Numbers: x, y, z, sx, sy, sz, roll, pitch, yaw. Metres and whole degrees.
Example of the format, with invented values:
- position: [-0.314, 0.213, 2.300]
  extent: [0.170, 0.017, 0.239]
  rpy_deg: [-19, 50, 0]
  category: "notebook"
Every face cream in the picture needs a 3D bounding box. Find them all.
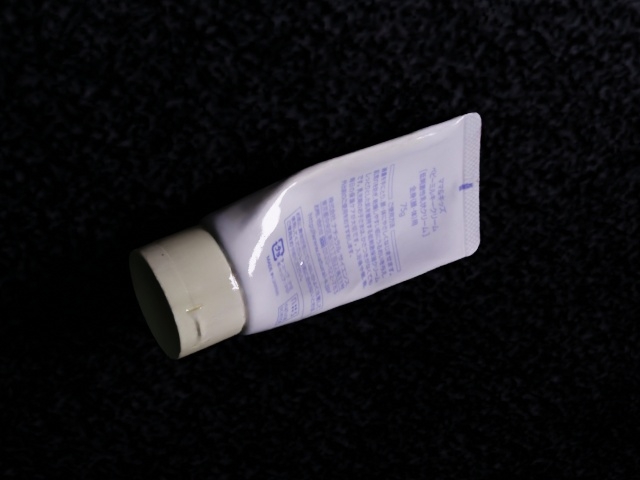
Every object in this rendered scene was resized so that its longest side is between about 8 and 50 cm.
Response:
- position: [0.000, 0.000, 0.997]
  extent: [0.224, 0.070, 0.114]
  rpy_deg: [-22, 135, -20]
  category: "face cream"
